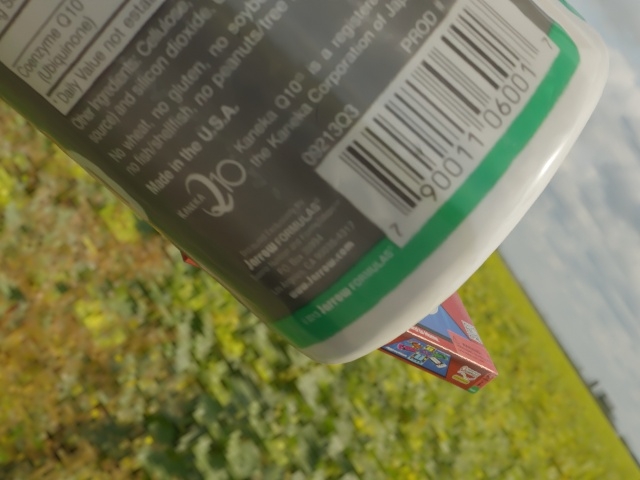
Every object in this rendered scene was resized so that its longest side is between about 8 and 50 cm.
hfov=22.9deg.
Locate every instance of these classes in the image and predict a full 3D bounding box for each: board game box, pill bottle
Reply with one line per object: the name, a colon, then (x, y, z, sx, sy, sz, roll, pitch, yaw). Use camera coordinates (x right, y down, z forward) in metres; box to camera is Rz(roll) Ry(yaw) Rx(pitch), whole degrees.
board game box: (0.000, 0.000, 1.015, 0.281, 0.027, 0.145, 27, 28, -44)
pill bottle: (-0.065, -0.130, 0.704, 0.361, 0.204, 0.204, 41, 8, -9)
